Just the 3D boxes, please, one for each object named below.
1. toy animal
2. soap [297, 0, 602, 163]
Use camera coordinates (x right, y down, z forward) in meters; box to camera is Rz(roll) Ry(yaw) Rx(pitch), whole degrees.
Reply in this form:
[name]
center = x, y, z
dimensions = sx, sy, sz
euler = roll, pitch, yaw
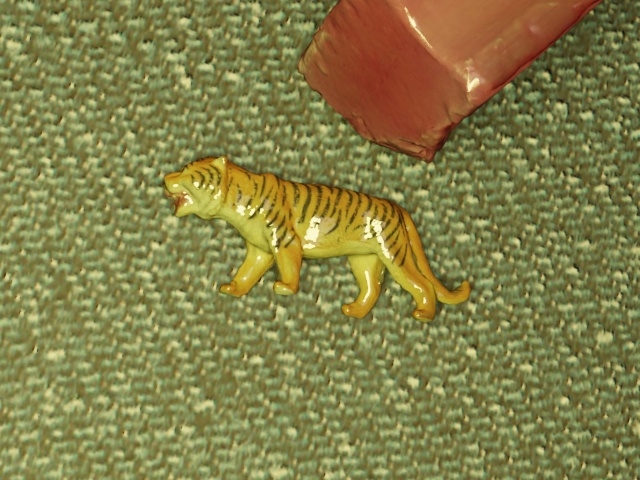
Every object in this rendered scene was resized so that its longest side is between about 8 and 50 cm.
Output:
[toy animal]
center = 0.000, 0.000, 1.079
dimensions = 0.241, 0.057, 0.099
euler = 9, 77, -12
[soap]
center = 0.167, -0.216, 1.071
dimensions = 0.359, 0.233, 0.128
euler = -41, 90, -17
